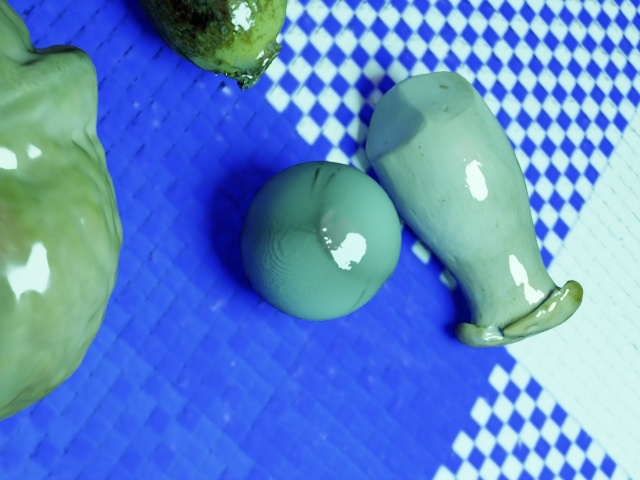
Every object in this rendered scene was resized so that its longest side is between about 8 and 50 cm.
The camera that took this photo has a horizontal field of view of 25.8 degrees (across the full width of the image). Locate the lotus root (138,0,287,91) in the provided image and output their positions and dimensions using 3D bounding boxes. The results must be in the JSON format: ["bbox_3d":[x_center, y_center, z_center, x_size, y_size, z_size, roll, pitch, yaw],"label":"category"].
[{"bbox_3d":[-0.080,-0.181,0.894,0.179,0.089,0.080,64,11,-2],"label":"lotus root"}]

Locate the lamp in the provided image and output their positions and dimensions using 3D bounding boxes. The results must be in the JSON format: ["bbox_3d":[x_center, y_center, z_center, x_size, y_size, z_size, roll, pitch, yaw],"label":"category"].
[{"bbox_3d":[0.000,0.000,0.902,0.105,0.105,0.105,9,75,-34],"label":"lamp"}]

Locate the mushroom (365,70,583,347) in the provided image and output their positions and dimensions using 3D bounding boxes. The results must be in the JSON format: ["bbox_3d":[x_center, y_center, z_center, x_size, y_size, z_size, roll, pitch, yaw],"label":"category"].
[{"bbox_3d":[0.107,-0.019,0.992,0.097,0.088,0.213,-30,103,-26],"label":"mushroom"}]

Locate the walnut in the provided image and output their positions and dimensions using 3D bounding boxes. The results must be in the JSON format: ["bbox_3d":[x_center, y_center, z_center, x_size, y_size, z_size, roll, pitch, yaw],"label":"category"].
[{"bbox_3d":[-0.211,-0.021,0.684,0.248,0.248,0.248,9,75,-34],"label":"walnut"}]
